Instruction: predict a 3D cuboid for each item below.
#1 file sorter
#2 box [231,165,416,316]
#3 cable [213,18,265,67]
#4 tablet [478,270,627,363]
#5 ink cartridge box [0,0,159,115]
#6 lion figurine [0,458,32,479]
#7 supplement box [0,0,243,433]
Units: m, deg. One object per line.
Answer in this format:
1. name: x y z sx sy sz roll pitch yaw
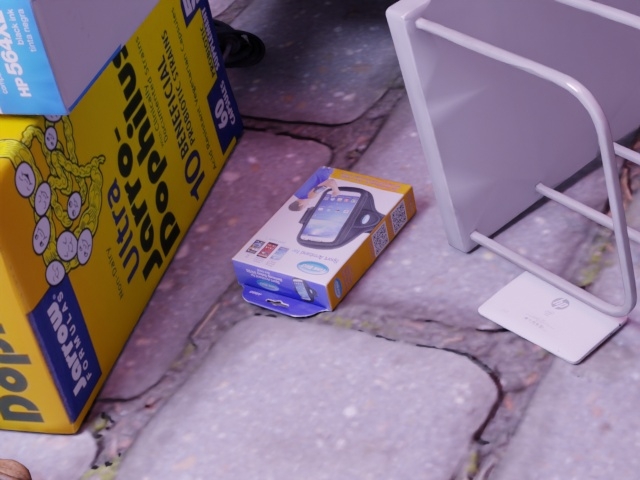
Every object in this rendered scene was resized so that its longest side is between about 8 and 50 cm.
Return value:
1. file sorter: 0.220 -0.113 0.856 0.277 0.193 0.173 -36 40 -21
2. box: 0.000 0.000 0.934 0.081 0.028 0.136 14 43 31
3. cable: -0.145 -0.171 1.160 0.184 0.047 0.150 0 21 15
4. tablet: 0.149 0.047 0.846 0.054 0.006 0.083 -35 42 -27
5. ink cartridge box: -0.225 -0.152 0.826 0.203 0.086 0.148 3 40 19
6. lion figurine: -0.311 0.139 0.739 0.392 0.142 0.240 16 0 -7
7. supplement box: -0.214 -0.061 0.939 0.195 0.194 0.356 2 40 19
